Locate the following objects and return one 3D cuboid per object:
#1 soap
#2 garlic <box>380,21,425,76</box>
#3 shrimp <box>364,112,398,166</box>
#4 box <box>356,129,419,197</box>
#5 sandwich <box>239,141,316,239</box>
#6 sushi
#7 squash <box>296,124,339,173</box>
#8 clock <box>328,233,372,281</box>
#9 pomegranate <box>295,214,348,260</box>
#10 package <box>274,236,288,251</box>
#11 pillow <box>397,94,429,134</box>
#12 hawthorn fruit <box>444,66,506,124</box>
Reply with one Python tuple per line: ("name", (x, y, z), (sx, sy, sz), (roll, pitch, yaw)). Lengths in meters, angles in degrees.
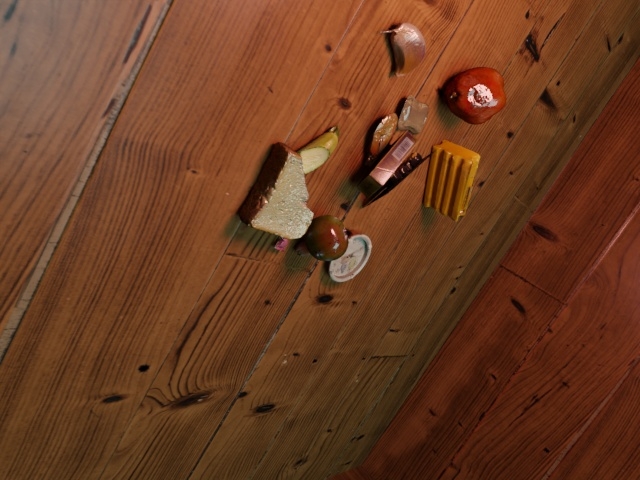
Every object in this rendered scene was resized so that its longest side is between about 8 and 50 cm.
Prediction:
("soap", (0.581, -0.262, 2.088), (0.096, 0.204, 0.325), (-31, 140, -31))
("garlic", (0.273, -0.640, 1.527), (0.128, 0.091, 0.198), (-38, 148, 2))
("shrimp", (0.214, -0.371, 1.715), (0.115, 0.051, 0.217), (1, 125, -50))
("box", (0.246, -0.281, 1.727), (0.240, 0.071, 0.159), (-50, -174, -17))
("sandwich", (-0.106, -0.148, 1.518), (0.254, 0.099, 0.289), (15, 109, -45))
("sushi", (0.297, -0.259, 1.836), (0.290, 0.050, 0.264), (-42, -176, -17))
("squash", (0.006, -0.305, 1.527), (0.200, 0.075, 0.090), (-43, 118, -14))
("clock", (0.116, 0.068, 1.987), (0.236, 0.053, 0.237), (-27, 135, -30))
("pomegranate", (0.000, 0.000, 1.728), (0.209, 0.180, 0.180), (-21, 150, 19))
("package", (-0.133, -0.003, 1.674), (0.059, 0.029, 0.083), (19, 96, -56))
("pillow", (0.359, -0.477, 1.790), (0.217, 0.033, 0.130), (-6, 119, -54))
("hawthorn fruit", (0.594, -0.573, 1.833), (0.260, 0.224, 0.224), (-3, 123, -32))
